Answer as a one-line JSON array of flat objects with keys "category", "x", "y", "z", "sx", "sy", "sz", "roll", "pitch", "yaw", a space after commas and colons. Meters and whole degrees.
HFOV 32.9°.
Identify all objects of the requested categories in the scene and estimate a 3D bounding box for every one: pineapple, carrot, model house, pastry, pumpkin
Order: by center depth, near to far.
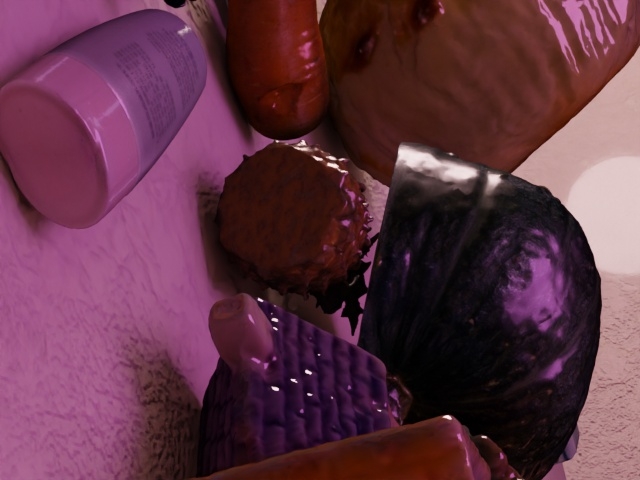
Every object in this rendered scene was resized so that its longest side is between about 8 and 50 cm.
[{"category": "model house", "x": 0.020, "y": 0.154, "z": 0.585, "sx": 0.237, "sy": 0.202, "sz": 0.237, "roll": -86, "pitch": 157, "yaw": -51}, {"category": "pineapple", "x": 0.000, "y": 0.000, "z": 0.859, "sx": 0.251, "sy": 0.125, "sz": 0.125, "roll": 47, "pitch": 31, "yaw": -71}, {"category": "pumpkin", "x": 0.129, "y": 0.086, "z": 0.892, "sx": 0.263, "sy": 0.197, "sz": 0.293, "roll": -67, "pitch": 165, "yaw": -56}, {"category": "carrot", "x": -0.040, "y": -0.178, "z": 0.893, "sx": 0.087, "sy": 0.087, "sz": 0.193, "roll": -79, "pitch": 163, "yaw": -59}, {"category": "pastry", "x": 0.164, "y": -0.237, "z": 1.228, "sx": 0.312, "sy": 0.388, "sz": 0.388, "roll": 49, "pitch": 14, "yaw": 5}]

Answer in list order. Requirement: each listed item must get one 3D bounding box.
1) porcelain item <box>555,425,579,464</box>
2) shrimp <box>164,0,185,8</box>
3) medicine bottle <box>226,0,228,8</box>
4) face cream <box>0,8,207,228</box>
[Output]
[{"category": "porcelain item", "x": 0.257, "y": 0.180, "z": 1.528, "sx": 0.281, "sy": 0.157, "sz": 0.286, "roll": 6, "pitch": 68, "yaw": -76}, {"category": "shrimp", "x": -0.121, "y": -0.178, "z": 0.607, "sx": 0.198, "sy": 0.051, "sz": 0.262, "roll": 44, "pitch": 18, "yaw": -44}, {"category": "medicine bottle", "x": -0.040, "y": -0.275, "z": 1.038, "sx": 0.258, "sy": 0.079, "sz": 0.124, "roll": -75, "pitch": 152, "yaw": -61}, {"category": "face cream", "x": -0.116, "y": -0.077, "z": 0.609, "sx": 0.084, "sy": 0.057, "sz": 0.198, "roll": 65, "pitch": 19, "yaw": -17}]
